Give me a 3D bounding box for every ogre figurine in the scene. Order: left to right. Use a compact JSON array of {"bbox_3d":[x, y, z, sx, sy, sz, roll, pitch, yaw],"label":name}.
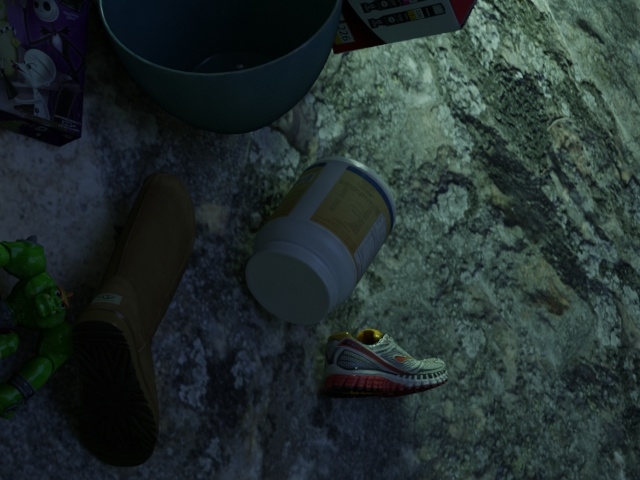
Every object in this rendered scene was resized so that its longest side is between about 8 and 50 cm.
[{"bbox_3d":[-0.329,0.075,1.575,0.118,0.097,0.197,-26,83,-32],"label":"ogre figurine"}]

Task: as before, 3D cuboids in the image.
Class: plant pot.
[{"bbox_3d":[-0.112,-0.243,1.813,0.195,0.290,0.290,85,21,-53],"label":"plant pot"}]

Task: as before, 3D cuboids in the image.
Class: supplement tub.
[{"bbox_3d":[0.000,0.000,1.928,0.144,0.144,0.200,55,44,-21],"label":"supplement tub"}]

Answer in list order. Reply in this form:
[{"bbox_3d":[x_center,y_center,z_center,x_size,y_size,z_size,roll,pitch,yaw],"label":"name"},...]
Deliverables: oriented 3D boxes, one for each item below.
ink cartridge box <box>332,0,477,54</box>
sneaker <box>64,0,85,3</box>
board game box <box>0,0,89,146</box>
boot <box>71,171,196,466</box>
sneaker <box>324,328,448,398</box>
[{"bbox_3d":[0.091,-0.425,1.933,0.309,0.272,0.130,62,38,-29],"label":"ink cartridge box"},{"bbox_3d":[-0.282,-0.360,1.725,0.108,0.100,0.271,47,31,-23],"label":"sneaker"},{"bbox_3d":[-0.405,-0.249,1.623,0.347,0.056,0.208,18,61,-44],"label":"board game box"},{"bbox_3d":[-0.200,0.091,1.703,0.269,0.089,0.236,-73,168,-53],"label":"boot"},{"bbox_3d":[0.095,0.166,2.028,0.225,0.088,0.093,8,71,-47],"label":"sneaker"}]
